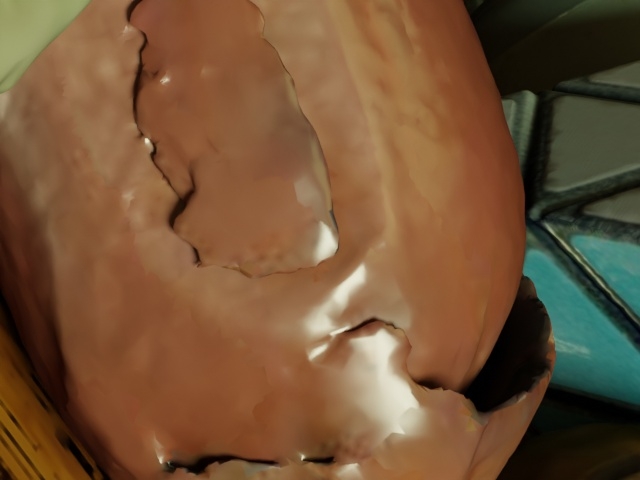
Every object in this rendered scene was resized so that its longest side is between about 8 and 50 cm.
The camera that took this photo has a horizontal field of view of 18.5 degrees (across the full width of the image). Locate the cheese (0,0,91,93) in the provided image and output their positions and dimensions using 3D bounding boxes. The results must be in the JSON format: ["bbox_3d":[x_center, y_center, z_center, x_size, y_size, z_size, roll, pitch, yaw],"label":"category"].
[{"bbox_3d":[-0.139,-0.115,0.316,0.326,0.115,0.318,13,70,-50],"label":"cheese"}]

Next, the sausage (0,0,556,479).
[{"bbox_3d":[-0.031,-0.044,0.544,0.279,0.152,0.152,68,22,3],"label":"sausage"}]

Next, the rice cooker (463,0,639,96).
[{"bbox_3d":[0.209,-0.016,0.922,0.317,0.264,0.316,13,62,-27],"label":"rice cooker"}]

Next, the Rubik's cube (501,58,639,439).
[{"bbox_3d":[0.173,0.024,0.681,0.228,0.229,0.233,18,40,-52],"label":"Rubik's cube"}]

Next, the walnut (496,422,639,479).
[{"bbox_3d":[0.102,0.166,0.608,0.203,0.203,0.298,51,3,-36],"label":"walnut"}]
